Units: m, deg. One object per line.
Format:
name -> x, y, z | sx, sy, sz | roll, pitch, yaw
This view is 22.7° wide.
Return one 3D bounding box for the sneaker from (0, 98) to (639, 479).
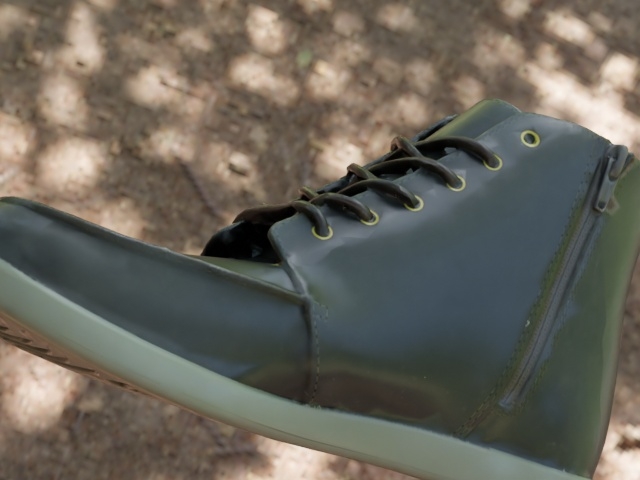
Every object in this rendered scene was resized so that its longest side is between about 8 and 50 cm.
sneaker -> 0.000, 0.000, 0.466 | 0.222, 0.118, 0.083 | 21, -7, -32
